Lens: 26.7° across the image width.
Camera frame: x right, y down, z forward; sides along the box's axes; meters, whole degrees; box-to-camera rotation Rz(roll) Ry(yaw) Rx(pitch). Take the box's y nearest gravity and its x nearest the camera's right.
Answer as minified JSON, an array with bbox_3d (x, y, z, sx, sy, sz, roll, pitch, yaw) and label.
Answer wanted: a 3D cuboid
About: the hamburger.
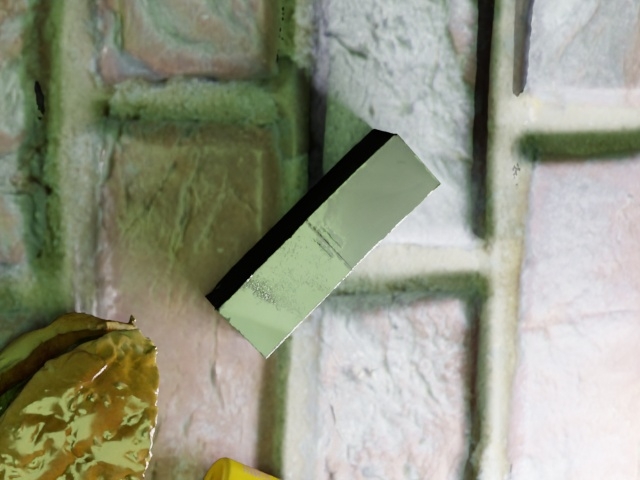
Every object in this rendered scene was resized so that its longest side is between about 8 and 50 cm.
[{"bbox_3d":[-0.295,0.240,1.389,0.209,0.162,0.329,6,102,-18],"label":"hamburger"}]

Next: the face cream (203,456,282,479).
[{"bbox_3d":[-0.006,0.330,1.529,0.273,0.078,0.078,26,91,-18],"label":"face cream"}]

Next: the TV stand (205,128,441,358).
[{"bbox_3d":[0.000,0.000,1.471,0.269,0.088,0.083,-46,108,-5],"label":"TV stand"}]
